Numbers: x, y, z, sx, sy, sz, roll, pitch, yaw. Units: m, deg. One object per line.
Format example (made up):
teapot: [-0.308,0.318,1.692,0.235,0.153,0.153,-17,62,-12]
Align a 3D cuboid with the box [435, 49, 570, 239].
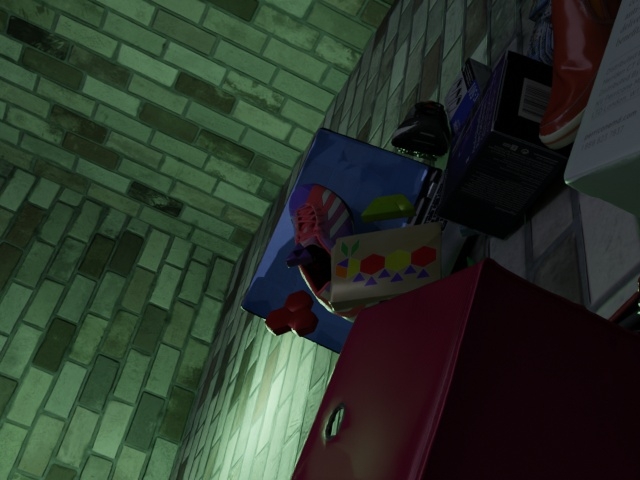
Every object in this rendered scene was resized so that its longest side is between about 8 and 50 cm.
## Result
box: [0.251,-0.124,1.218,0.207,0.108,0.153,116,173,-55]

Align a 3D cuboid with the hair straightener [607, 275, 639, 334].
hair straightener: [0.293,0.080,0.826,0.230,0.047,0.089,-54,16,46]

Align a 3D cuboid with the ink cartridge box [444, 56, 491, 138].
ink cartridge box: [0.271,-0.245,1.601,0.207,0.046,0.097,-86,21,-59]

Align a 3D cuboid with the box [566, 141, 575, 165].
box: [0.366,-0.188,1.074,0.207,0.036,0.114,-69,12,-16]

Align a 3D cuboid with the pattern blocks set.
pattern blocks set: [0.094,0.038,1.336,0.026,0.324,0.286,64,-148,-41]

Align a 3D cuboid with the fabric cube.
fabric cube: [0.143,0.197,0.736,0.254,0.259,0.258,-68,12,-18]

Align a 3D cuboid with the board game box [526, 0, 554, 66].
board game box: [0.380,-0.364,1.317,0.194,0.060,0.194,-70,11,-22]

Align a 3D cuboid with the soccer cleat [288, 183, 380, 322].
soccer cleat: [0.000,0.000,1.503,0.108,0.116,0.318,-45,43,21]

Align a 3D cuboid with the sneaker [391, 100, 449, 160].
sneaker: [0.188,-0.210,1.636,0.271,0.100,0.108,-46,-29,-86]

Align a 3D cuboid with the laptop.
laptop: [0.066,0.008,1.533,0.382,0.236,0.408,-67,11,-3]

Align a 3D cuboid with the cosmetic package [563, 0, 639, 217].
cosmetic package: [0.367,-0.209,0.633,0.454,0.230,0.161,-67,11,-13]

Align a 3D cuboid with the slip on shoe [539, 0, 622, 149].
slip on shoe: [0.321,-0.263,1.087,0.332,0.101,0.123,-69,13,-12]
